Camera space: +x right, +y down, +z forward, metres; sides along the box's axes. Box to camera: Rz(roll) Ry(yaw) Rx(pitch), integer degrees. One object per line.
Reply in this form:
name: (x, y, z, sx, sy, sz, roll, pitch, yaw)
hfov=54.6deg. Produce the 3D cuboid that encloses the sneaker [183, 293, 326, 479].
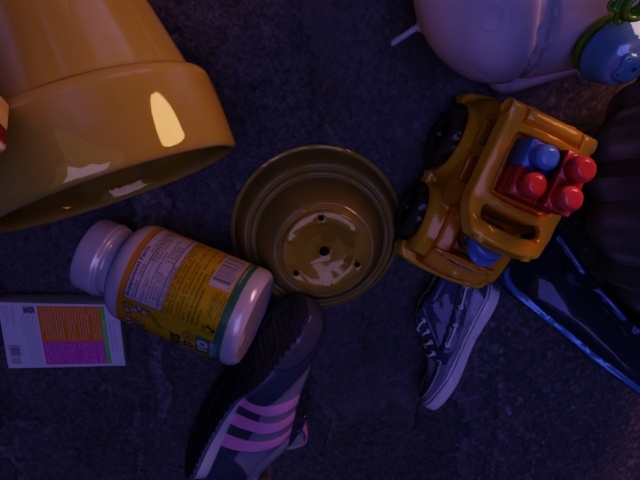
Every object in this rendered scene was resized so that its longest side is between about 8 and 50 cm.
sneaker: (-0.055, 0.198, 0.784, 0.131, 0.112, 0.319, 22, 122, -21)

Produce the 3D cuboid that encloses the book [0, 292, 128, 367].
book: (-0.319, 0.115, 0.776, 0.144, 0.035, 0.096, 1, 112, -6)

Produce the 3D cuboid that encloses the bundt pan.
bundt pan: (0.412, -0.051, 0.697, 0.331, 0.124, 0.330, -2, 93, -35)

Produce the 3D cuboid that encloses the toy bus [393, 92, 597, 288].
toy bus: (0.199, -0.043, 0.677, 0.150, 0.211, 0.220, 22, 97, -14)

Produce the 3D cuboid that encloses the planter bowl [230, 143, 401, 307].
planter bowl: (0.000, 0.000, 0.740, 0.217, 0.090, 0.217, -2, 109, -5)

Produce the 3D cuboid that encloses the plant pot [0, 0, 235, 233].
plant pot: (-0.239, -0.158, 0.594, 0.254, 0.254, 0.238, -20, 93, 1)

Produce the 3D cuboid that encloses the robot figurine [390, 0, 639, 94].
robot figurine: (0.245, -0.271, 0.617, 0.354, 0.199, 0.299, -12, 143, -3)

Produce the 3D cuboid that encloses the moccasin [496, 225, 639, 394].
moccasin: (0.382, 0.106, 0.794, 0.342, 0.137, 0.116, 36, 97, -17)

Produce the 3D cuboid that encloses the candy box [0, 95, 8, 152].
candy box: (-0.389, -0.059, 0.380, 0.317, 0.087, 0.183, -32, 129, -3)

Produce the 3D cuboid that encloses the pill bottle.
pill bottle: (-0.170, 0.052, 0.710, 0.209, 0.117, 0.117, 22, 106, 5)

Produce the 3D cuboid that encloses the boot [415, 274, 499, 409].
boot: (0.154, 0.125, 0.818, 0.086, 0.069, 0.189, 24, 97, -6)

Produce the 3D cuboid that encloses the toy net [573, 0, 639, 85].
toy net: (0.343, -0.204, 0.534, 0.232, 0.045, 0.122, -16, 141, 0)
